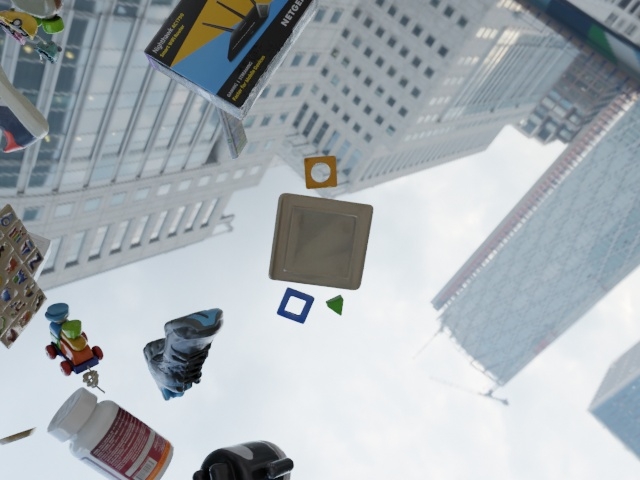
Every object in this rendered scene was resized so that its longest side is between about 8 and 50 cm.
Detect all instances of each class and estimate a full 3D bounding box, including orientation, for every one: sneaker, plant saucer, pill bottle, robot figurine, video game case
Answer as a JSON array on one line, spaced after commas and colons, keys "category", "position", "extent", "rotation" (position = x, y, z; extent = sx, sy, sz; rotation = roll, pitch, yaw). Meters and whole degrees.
[{"category": "sneaker", "position": [-0.873, -0.382, 1.538], "extent": [0.350, 0.148, 0.131], "rotation": [55, -179, -14]}, {"category": "plant saucer", "position": [-0.643, 0.416, 1.269], "extent": [0.083, 0.083, 0.015], "rotation": [-11, -102, -46]}, {"category": "pill bottle", "position": [-0.404, 0.388, 1.162], "extent": [0.221, 0.121, 0.121], "rotation": [44, -150, -20]}, {"category": "robot figurine", "position": [-0.192, 0.600, 1.501], "extent": [0.209, 0.174, 0.278], "rotation": [16, 180, 32]}, {"category": "video game case", "position": [-0.287, -0.382, 1.941], "extent": [0.023, 0.193, 0.212], "rotation": [-12, -158, 7]}, {"category": "sneaker", "position": [-0.280, 0.245, 1.289], "extent": [0.125, 0.341, 0.140], "rotation": [-10, -110, -33]}]

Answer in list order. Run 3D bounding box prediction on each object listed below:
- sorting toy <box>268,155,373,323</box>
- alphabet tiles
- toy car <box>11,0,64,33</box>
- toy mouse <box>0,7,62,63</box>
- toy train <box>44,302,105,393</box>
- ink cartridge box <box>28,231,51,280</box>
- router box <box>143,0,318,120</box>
[{"category": "sorting toy", "position": [0.000, 0.000, 1.215], "extent": [0.196, 0.348, 0.047], "rotation": [7, -168, -8]}, {"category": "alphabet tiles", "position": [-0.555, 0.083, 1.039], "extent": [0.009, 0.237, 0.198], "rotation": [16, -126, 12]}, {"category": "toy car", "position": [-0.676, -0.642, 1.518], "extent": [0.149, 0.155, 0.188], "rotation": [19, -133, 20]}, {"category": "toy mouse", "position": [-0.481, -0.340, 0.993], "extent": [0.161, 0.031, 0.143], "rotation": [31, 169, 5]}, {"category": "toy train", "position": [-0.599, 0.260, 1.482], "extent": [0.105, 0.143, 0.248], "rotation": [-26, -142, -38]}, {"category": "ink cartridge box", "position": [-0.934, 0.118, 1.561], "extent": [0.308, 0.091, 0.385], "rotation": [23, -117, -15]}, {"category": "router box", "position": [-0.103, -0.253, 0.719], "extent": [0.133, 0.179, 0.046], "rotation": [31, 170, 3]}]
